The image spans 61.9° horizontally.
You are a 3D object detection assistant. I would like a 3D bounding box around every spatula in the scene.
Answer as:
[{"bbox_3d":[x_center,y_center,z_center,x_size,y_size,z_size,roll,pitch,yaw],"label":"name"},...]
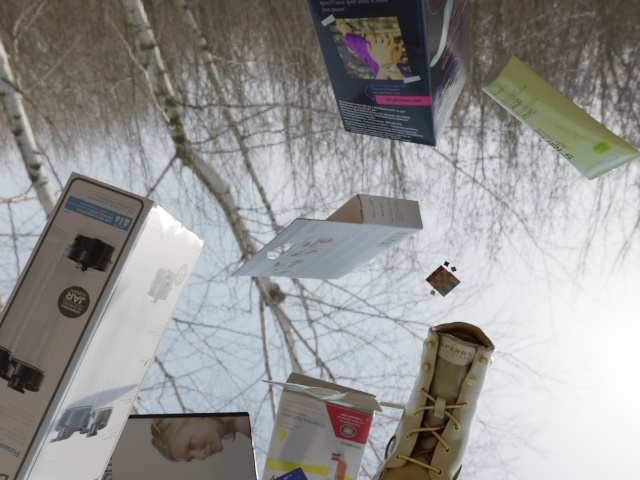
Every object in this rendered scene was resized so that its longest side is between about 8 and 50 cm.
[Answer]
[{"bbox_3d":[0.055,0.233,0.772,0.242,0.019,0.168,25,157,-39],"label":"spatula"}]

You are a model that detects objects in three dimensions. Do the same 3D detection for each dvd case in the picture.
[{"bbox_3d":[-0.200,0.319,0.706,0.253,0.022,0.180,10,-129,-32],"label":"dvd case"}]

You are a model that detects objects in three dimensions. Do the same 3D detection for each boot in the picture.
[{"bbox_3d":[0.132,0.211,0.620,0.095,0.203,0.262,19,-166,22],"label":"boot"}]

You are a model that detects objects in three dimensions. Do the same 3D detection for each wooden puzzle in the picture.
[{"bbox_3d":[0.231,0.076,1.007,0.049,0.083,0.006,43,-141,5],"label":"wooden puzzle"}]

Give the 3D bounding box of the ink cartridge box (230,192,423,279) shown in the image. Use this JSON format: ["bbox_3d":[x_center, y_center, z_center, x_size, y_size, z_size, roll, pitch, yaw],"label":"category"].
[{"bbox_3d":[0.000,0.000,0.932,0.239,0.275,0.060,5,-114,-30],"label":"ink cartridge box"}]

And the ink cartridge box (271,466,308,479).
[{"bbox_3d":[-0.116,0.672,1.387,0.097,0.207,0.046,-8,-131,-39],"label":"ink cartridge box"}]

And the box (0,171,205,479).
[{"bbox_3d":[-0.231,0.099,0.527,0.087,0.289,0.169,19,170,9],"label":"box"}]

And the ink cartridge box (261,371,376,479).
[{"bbox_3d":[-0.012,0.634,1.614,0.280,0.384,0.160,14,-171,5],"label":"ink cartridge box"}]

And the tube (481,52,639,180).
[{"bbox_3d":[0.343,-0.173,0.771,0.240,0.062,0.070,35,-166,-11],"label":"tube"}]

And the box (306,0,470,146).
[{"bbox_3d":[0.095,-0.271,0.664,0.144,0.270,0.165,15,-116,23],"label":"box"}]
